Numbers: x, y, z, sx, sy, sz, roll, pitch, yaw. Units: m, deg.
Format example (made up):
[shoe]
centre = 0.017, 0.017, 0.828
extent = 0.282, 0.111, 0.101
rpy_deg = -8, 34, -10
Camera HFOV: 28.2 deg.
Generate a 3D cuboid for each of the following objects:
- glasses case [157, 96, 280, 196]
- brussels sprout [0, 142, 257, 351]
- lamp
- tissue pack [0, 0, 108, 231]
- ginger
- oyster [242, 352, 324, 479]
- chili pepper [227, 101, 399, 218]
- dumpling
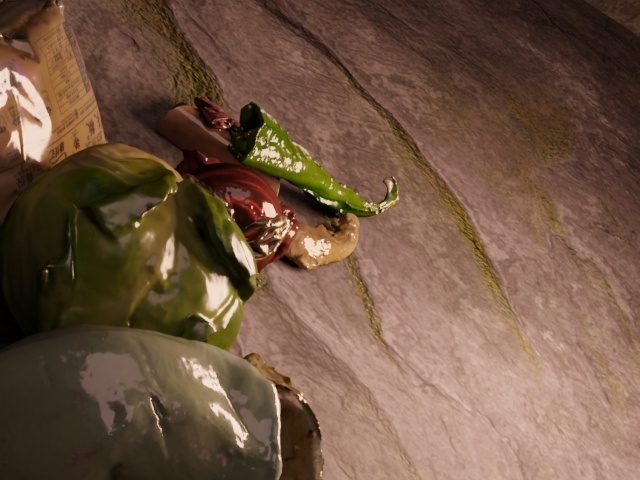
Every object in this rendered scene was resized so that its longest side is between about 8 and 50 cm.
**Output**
[glasses case]
centre = -0.124, -0.143, 1.797
extent = 0.193, 0.070, 0.102
rpy_deg = 37, 31, -7
[brussels sprout]
centre = -0.208, 0.029, 1.362
extent = 0.259, 0.227, 0.294
rpy_deg = 22, 45, -34
[lamp]
centre = -0.108, -0.028, 1.597
extent = 0.215, 0.151, 0.223
rpy_deg = 37, 34, -23
[tissue pack]
centre = -0.353, -0.149, 1.450
extent = 0.257, 0.123, 0.215
rpy_deg = -51, 133, -56
[ginger]
centre = 0.002, 0.003, 1.780
extent = 0.173, 0.051, 0.069
rpy_deg = -8, 62, -56
[oyster]
centre = -0.107, 0.261, 1.312
extent = 0.221, 0.096, 0.361
rpy_deg = 13, 43, -24
[chili pepper]
centre = -0.009, -0.098, 1.792
extent = 0.359, 0.076, 0.085
rpy_deg = 25, 71, -53
[dumpling]
centre = -0.205, 0.202, 1.152
extent = 0.270, 0.320, 0.212
rpy_deg = 60, 16, -8
